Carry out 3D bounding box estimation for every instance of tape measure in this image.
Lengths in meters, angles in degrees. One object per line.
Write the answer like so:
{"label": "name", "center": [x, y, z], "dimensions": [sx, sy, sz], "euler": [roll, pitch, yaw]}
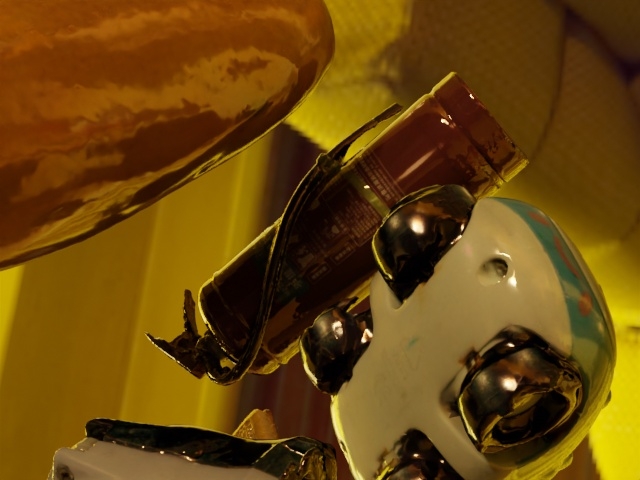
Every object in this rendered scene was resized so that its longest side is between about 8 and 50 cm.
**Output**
{"label": "tape measure", "center": [-0.076, 0.193, 0.877], "dimensions": [0.182, 0.181, 0.107], "euler": [2, -158, 27]}

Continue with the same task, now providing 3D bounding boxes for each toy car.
{"label": "toy car", "center": [0.116, 0.087, 1.085], "dimensions": [0.190, 0.188, 0.255], "euler": [-1, 139, -34]}

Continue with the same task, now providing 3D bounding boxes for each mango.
{"label": "mango", "center": [-0.206, -0.122, 1.142], "dimensions": [0.445, 0.232, 0.300], "euler": [-19, -147, -16]}

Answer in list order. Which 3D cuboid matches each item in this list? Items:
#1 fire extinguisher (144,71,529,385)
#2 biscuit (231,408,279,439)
{"label": "fire extinguisher", "center": [0.000, 0.000, 1.242], "dimensions": [0.341, 0.141, 0.105], "euler": [-39, 128, 8]}
{"label": "biscuit", "center": [-0.095, 0.325, 1.832], "dimensions": [0.029, 0.172, 0.254], "euler": [28, -162, -25]}
